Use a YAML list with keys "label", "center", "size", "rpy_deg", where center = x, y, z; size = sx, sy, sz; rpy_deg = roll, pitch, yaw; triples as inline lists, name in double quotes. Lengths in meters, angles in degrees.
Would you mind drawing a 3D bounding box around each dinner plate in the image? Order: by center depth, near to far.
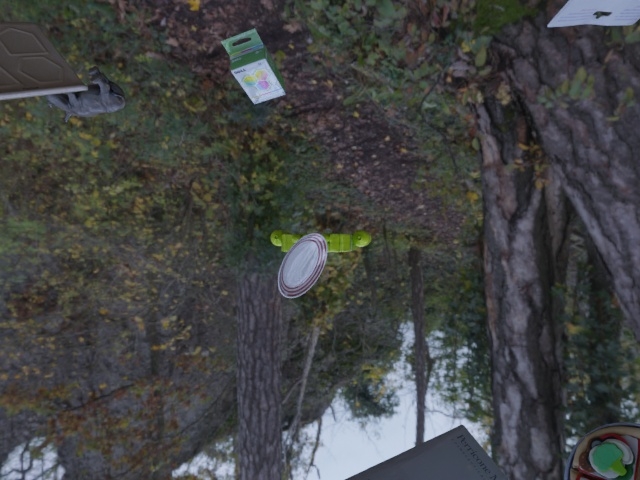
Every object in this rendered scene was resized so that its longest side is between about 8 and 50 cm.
- label: "dinner plate"
  center: [-0.037, 0.048, 0.868]
  size: [0.017, 0.141, 0.141]
  rpy_deg: [29, -166, 34]

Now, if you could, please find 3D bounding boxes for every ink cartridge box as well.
- label: "ink cartridge box"
  center: [-0.192, -0.500, 1.278]
  size: [0.109, 0.062, 0.209]
  rpy_deg: [-13, 155, 14]

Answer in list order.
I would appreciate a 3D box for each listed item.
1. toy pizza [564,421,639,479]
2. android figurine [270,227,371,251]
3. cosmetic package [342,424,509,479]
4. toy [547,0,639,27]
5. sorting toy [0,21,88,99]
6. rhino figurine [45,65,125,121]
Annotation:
- label: "toy pizza"
  center: [0.453, 0.365, 0.625]
  size: [0.032, 0.201, 0.201]
  rpy_deg: [31, 152, -34]
- label: "android figurine"
  center: [0.000, 0.000, 1.097]
  size: [0.248, 0.056, 0.273]
  rpy_deg: [0, 179, 13]
- label: "cosmetic package"
  center: [0.118, 0.348, 0.434]
  size: [0.225, 0.138, 0.224]
  rpy_deg: [-11, -144, -26]
- label: "toy"
  center: [0.289, -0.281, 0.332]
  size: [0.137, 0.056, 0.237]
  rpy_deg: [-13, 160, -24]
- label: "sorting toy"
  center: [-0.560, -0.318, 0.779]
  size: [0.193, 0.208, 0.038]
  rpy_deg: [-31, 163, -46]
- label: "rhino figurine"
  center: [-0.589, -0.350, 1.082]
  size: [0.243, 0.073, 0.106]
  rpy_deg: [-4, 149, 23]
